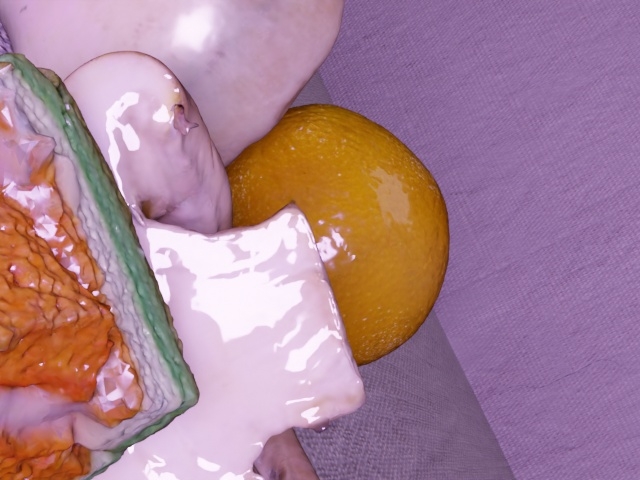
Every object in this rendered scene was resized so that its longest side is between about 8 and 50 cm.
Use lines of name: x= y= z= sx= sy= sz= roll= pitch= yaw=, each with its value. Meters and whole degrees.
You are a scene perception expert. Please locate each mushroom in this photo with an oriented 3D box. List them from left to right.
mushroom: x=-0.095 y=-0.156 z=0.648 sx=0.234 sy=0.254 sz=0.260 roll=25 pitch=79 yaw=-61
mushroom: x=-0.071 y=0.046 z=0.501 sx=0.151 sy=0.156 sz=0.285 roll=-137 pitch=-150 yaw=-83

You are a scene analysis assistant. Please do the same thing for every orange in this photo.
orange: x=0.000 y=0.000 z=0.762 sx=0.236 sy=0.236 sz=0.236 roll=59 pitch=10 yaw=-17

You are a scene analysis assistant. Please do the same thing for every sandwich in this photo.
sandwich: x=-0.127 y=0.026 z=0.338 sx=0.184 sy=0.109 sz=0.160 roll=61 pitch=8 yaw=-9
